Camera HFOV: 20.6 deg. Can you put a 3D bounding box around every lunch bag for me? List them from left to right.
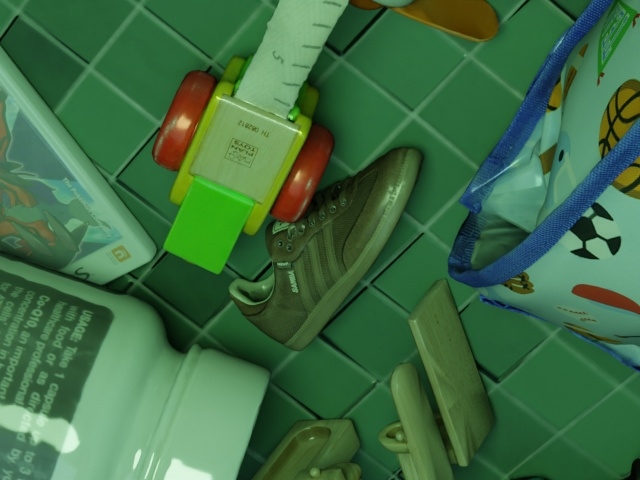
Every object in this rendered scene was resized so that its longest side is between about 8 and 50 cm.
[{"bbox_3d":[0.284,-0.022,1.039,0.328,0.239,0.385,24,146,-5],"label":"lunch bag"}]

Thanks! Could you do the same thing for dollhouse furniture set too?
[{"bbox_3d":[0.016,0.121,1.262,0.151,0.144,0.123,-5,116,32],"label":"dollhouse furniture set"}]

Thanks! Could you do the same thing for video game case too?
[{"bbox_3d":[-0.248,-0.028,1.279,0.183,0.023,0.201,-26,113,25],"label":"video game case"}]

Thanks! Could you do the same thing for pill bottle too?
[{"bbox_3d":[-0.230,0.112,1.229,0.361,0.204,0.204,19,123,0],"label":"pill bottle"}]

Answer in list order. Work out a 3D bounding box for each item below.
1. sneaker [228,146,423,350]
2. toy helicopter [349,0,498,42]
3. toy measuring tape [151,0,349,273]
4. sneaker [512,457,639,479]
[{"bbox_3d":[0.000,0.000,1.219,0.071,0.066,0.188,30,122,-6],"label":"sneaker"},{"bbox_3d":[0.011,-0.241,1.053,0.355,0.140,0.235,19,133,12],"label":"toy helicopter"},{"bbox_3d":[-0.029,-0.103,1.118,0.121,0.121,0.330,25,135,-4],"label":"toy measuring tape"},{"bbox_3d":[0.132,0.240,1.323,0.302,0.108,0.121,-19,115,14],"label":"sneaker"}]
